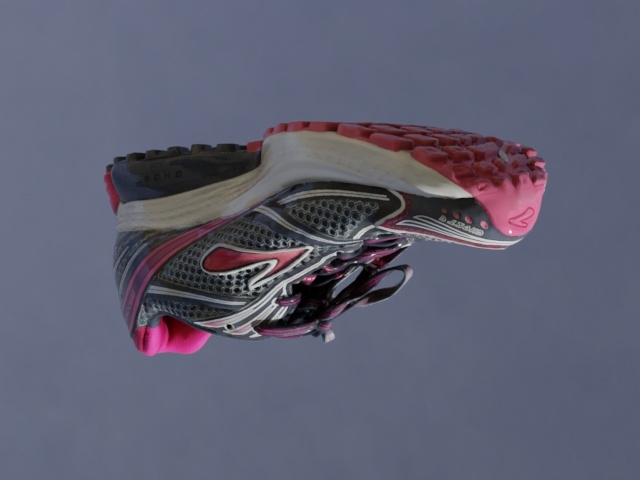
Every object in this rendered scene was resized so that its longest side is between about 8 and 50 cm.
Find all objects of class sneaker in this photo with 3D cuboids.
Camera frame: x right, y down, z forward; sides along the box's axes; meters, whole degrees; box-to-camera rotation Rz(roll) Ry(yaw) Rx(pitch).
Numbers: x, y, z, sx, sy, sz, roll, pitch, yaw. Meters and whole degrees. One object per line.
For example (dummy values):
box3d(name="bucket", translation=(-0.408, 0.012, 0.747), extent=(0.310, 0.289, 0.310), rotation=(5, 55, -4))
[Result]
box3d(name="sneaker", translation=(0.000, 0.000, 0.891), extent=(0.299, 0.121, 0.112), rotation=(-8, -98, 50))
